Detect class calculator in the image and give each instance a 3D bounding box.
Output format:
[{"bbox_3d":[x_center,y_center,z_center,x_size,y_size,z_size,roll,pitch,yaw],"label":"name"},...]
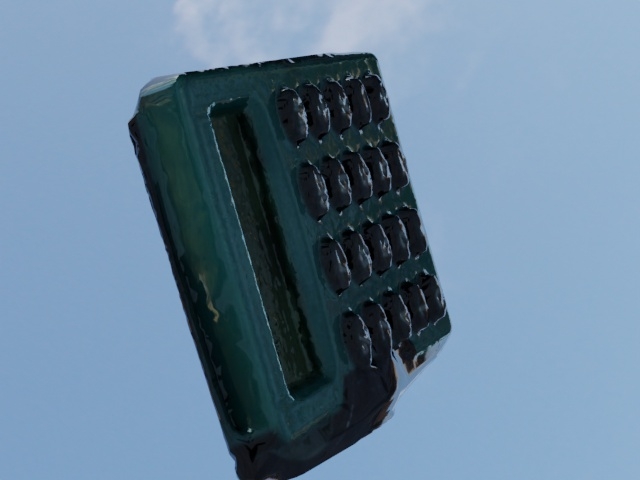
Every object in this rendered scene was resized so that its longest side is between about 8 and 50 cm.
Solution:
[{"bbox_3d":[0.000,0.000,0.773,0.274,0.058,0.248,-21,-83,-57],"label":"calculator"}]
